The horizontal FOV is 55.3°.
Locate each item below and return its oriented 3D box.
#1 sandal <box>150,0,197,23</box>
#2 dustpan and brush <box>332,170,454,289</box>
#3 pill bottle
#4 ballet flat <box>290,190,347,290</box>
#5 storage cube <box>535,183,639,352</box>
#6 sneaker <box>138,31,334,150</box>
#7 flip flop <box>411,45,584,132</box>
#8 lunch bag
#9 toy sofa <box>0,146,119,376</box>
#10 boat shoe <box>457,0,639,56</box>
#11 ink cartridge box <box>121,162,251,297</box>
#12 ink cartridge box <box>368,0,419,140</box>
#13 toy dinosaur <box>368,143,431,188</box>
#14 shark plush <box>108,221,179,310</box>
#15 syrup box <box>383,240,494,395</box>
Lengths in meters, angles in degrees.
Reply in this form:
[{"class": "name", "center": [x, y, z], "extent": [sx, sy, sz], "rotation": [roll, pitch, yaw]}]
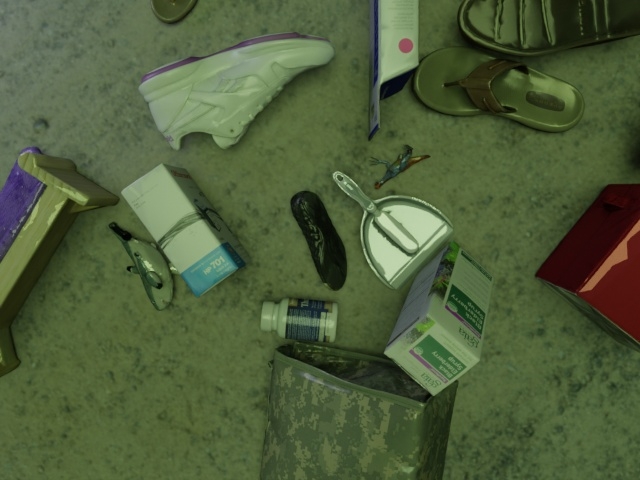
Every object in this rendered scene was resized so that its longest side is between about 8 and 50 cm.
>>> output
[{"class": "sandal", "center": [-0.208, -0.428, 0.964], "extent": [0.072, 0.049, 0.180], "rotation": [41, 93, -1]}, {"class": "dustpan and brush", "center": [0.098, -0.035, 0.976], "extent": [0.211, 0.060, 0.147], "rotation": [43, 93, -2]}, {"class": "pill bottle", "center": [-0.034, 0.127, 0.984], "extent": [0.120, 0.067, 0.067], "rotation": [5, 93, 0]}, {"class": "ballet flat", "center": [0.000, 0.000, 0.996], "extent": [0.058, 0.049, 0.173], "rotation": [-23, 97, -31]}, {"class": "storage cube", "center": [0.477, 0.045, 0.915], "extent": [0.215, 0.183, 0.193], "rotation": [37, 94, -2]}, {"class": "sneaker", "center": [-0.119, -0.233, 0.959], "extent": [0.305, 0.114, 0.152], "rotation": [-16, 107, 6]}, {"class": "flip flop", "center": [0.282, -0.236, 0.952], "extent": [0.277, 0.080, 0.112], "rotation": [16, 93, 0]}, {"class": "lunch bag", "center": [0.039, 0.299, 0.937], "extent": [0.287, 0.169, 0.235], "rotation": [11, 98, 30]}, {"class": "toy sofa", "center": [-0.493, 0.032, 0.945], "extent": [0.177, 0.150, 0.362], "rotation": [33, 93, -2]}, {"class": "boat shoe", "center": [0.356, -0.336, 0.938], "extent": [0.308, 0.104, 0.110], "rotation": [0, 102, -1]}, {"class": "ink cartridge box", "center": [-0.201, -0.018, 0.942], "extent": [0.082, 0.139, 0.190], "rotation": [-34, 92, 4]}, {"class": "ink cartridge box", "center": [0.104, -0.341, 0.901], "extent": [0.069, 0.176, 0.370], "rotation": [2, 93, 0]}, {"class": "toy dinosaur", "center": [0.124, -0.113, 0.984], "extent": [0.090, 0.047, 0.082], "rotation": [21, 112, -11]}, {"class": "shark plush", "center": [-0.297, 0.039, 0.992], "extent": [0.161, 0.073, 0.067], "rotation": [44, 123, -6]}, {"class": "syrup box", "center": [0.180, 0.105, 0.890], "extent": [0.093, 0.237, 0.096], "rotation": [41, 120, -1]}]
